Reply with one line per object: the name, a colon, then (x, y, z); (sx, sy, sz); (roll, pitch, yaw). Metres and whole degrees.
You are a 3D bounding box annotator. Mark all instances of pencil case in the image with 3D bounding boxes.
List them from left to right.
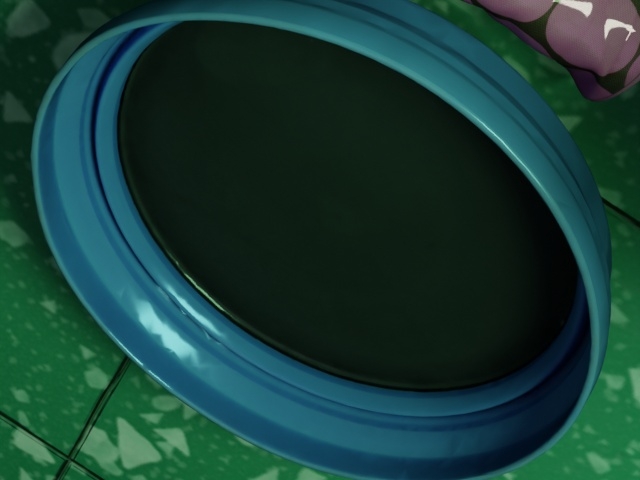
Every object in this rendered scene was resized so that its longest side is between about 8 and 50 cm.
pencil case: (0.099, -0.157, 0.821); (0.209, 0.095, 0.098); (33, 157, -1)

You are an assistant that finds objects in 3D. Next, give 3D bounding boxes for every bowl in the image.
bowl: (0.000, 0.000, 0.941); (0.391, 0.077, 0.391); (17, 136, 17)
